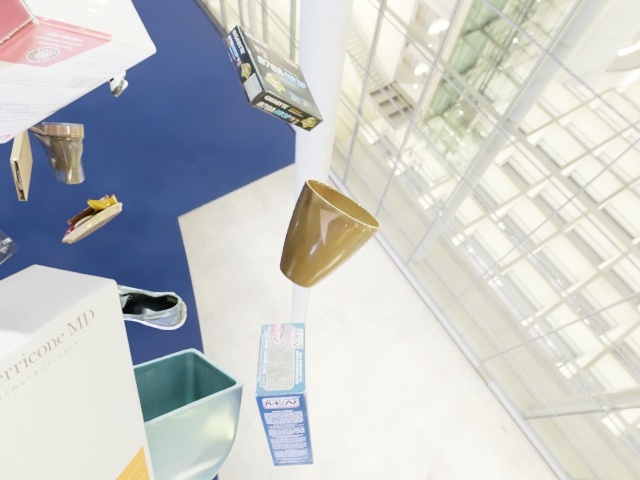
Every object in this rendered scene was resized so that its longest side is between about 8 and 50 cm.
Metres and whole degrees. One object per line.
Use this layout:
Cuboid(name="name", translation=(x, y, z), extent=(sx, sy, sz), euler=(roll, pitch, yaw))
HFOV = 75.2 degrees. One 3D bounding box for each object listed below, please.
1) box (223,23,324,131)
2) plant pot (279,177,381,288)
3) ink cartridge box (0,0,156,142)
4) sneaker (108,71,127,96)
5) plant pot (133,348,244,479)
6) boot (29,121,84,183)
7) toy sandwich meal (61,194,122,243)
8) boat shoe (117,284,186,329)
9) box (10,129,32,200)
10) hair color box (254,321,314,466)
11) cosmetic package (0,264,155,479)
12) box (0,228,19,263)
Cuboid(name="box", translation=(-0.098, -0.351, 0.927), extent=(0.051, 0.220, 0.175), euler=(-31, -108, 28))
Cuboid(name="plant pot", translation=(0.000, 0.000, 1.147), extent=(0.237, 0.237, 0.254), euler=(36, -73, 12))
Cuboid(name="ink cartridge box", translation=(-0.370, -0.209, 0.462), extent=(0.283, 0.207, 0.117), euler=(-22, -76, 15))
Cuboid(name="sneaker", translation=(-0.438, -0.343, 0.878), extent=(0.040, 0.044, 0.109), euler=(-38, -128, 9))
Cuboid(name="plant pot", translation=(-0.341, 0.436, 0.953), extent=(0.248, 0.247, 0.252), euler=(-9, -75, -44))
Cuboid(name="boot", translation=(-0.501, -0.166, 0.791), extent=(0.082, 0.219, 0.106), euler=(-7, -77, -38))
Cuboid(name="toy sandwich meal", translation=(-0.272, -0.029, 0.490), extent=(0.085, 0.085, 0.029), euler=(-40, -76, -21))
Cuboid(name="boat shoe", translation=(-0.519, 0.159, 1.103), extent=(0.320, 0.099, 0.116), euler=(12, -128, -10))
Cuboid(name="box", translation=(-0.933, -0.250, 1.303), extent=(0.021, 0.164, 0.201), euler=(-2, -131, -27))
Cuboid(name="hair color box", translation=(-0.073, 0.365, 0.964), extent=(0.105, 0.347, 0.174), euler=(-3, -139, -1))
Cuboid(name="cosmetic package", translation=(-0.398, 0.292, 0.601), extent=(0.162, 0.453, 0.230), euler=(8, -155, 15))
Cuboid(name="box", translation=(-0.665, -0.063, 0.698), extent=(0.073, 0.295, 0.293), euler=(-43, -66, -18))
